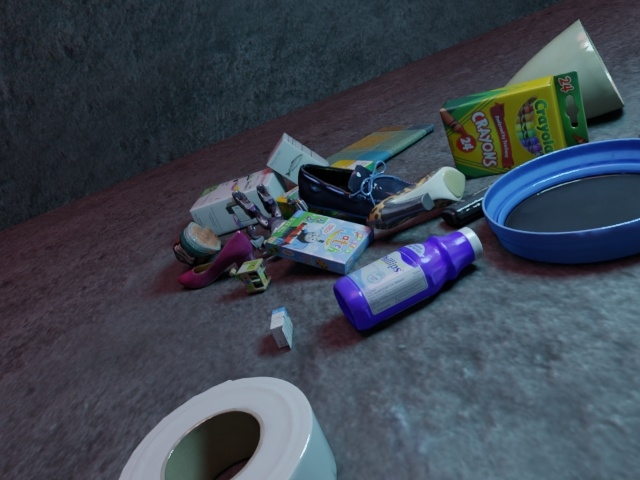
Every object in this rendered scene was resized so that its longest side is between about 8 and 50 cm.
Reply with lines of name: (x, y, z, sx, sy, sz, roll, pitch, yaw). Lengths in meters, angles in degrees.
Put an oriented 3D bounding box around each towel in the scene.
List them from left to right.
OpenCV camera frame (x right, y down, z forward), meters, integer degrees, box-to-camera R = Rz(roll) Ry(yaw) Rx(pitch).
towel: (0.188, -0.317, 1.949, 0.370, 0.040, 0.271, -33, 26, -28)

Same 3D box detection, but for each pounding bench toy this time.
pounding bench toy: (-0.169, 0.090, 1.333, 0.083, 0.065, 0.052, -13, 25, 22)

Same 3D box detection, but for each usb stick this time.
usb stick: (0.407, -0.111, 1.277, 0.278, 0.045, 0.077, -27, 19, -9)

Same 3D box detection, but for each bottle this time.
bottle: (0.168, 0.064, 1.046, 0.282, 0.092, 0.118, -26, 22, -8)

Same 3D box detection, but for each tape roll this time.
tape roll: (-0.126, 0.315, 0.753, 0.286, 0.100, 0.286, -20, 23, 9)

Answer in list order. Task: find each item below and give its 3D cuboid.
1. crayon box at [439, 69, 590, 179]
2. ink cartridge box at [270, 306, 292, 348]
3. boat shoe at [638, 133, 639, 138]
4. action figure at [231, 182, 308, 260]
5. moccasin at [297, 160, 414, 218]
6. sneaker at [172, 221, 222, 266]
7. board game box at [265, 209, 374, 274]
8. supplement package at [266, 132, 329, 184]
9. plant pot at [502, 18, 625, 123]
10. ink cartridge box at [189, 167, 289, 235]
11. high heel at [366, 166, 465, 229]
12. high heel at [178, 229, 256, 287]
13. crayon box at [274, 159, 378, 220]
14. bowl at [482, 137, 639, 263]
crayon box: (0.478, -0.278, 1.379, 0.318, 0.202, 0.081, -8, 27, 32)
ink cartridge box: (-0.076, 0.173, 1.084, 0.028, 0.048, 0.083, -20, 22, 7)
boat shoe: (0.769, -0.211, 1.064, 0.123, 0.123, 0.342, -28, 23, -13)
action figure: (-0.132, -0.055, 1.510, 0.185, 0.099, 0.285, -31, 43, -14)
moccasin: (0.093, -0.133, 1.434, 0.342, 0.117, 0.138, 4, 41, 17)
sneaker: (-0.355, 0.024, 1.568, 0.121, 0.108, 0.302, -43, 2, -1)
board game box: (0.000, 0.000, 1.330, 0.211, 0.039, 0.160, 15, 39, 24)
supplement package: (-0.073, -0.252, 1.824, 0.105, 0.179, 0.105, -55, 15, 18)
plant pot: (0.632, -0.409, 1.523, 0.274, 0.256, 0.256, -28, 17, 33)
ink cartridge box: (-0.258, -0.127, 1.828, 0.278, 0.117, 0.201, -17, 23, 12)
high heel: (0.231, -0.103, 1.345, 0.186, 0.093, 0.261, -19, 7, 43)
high heel: (-0.285, 0.049, 1.462, 0.244, 0.117, 0.082, -12, 25, 23)
crayon box: (0.020, -0.142, 1.652, 0.278, 0.081, 0.165, -34, 26, -25)
bowl: (0.515, -0.081, 1.072, 0.391, 0.077, 0.391, -19, 22, 8)
